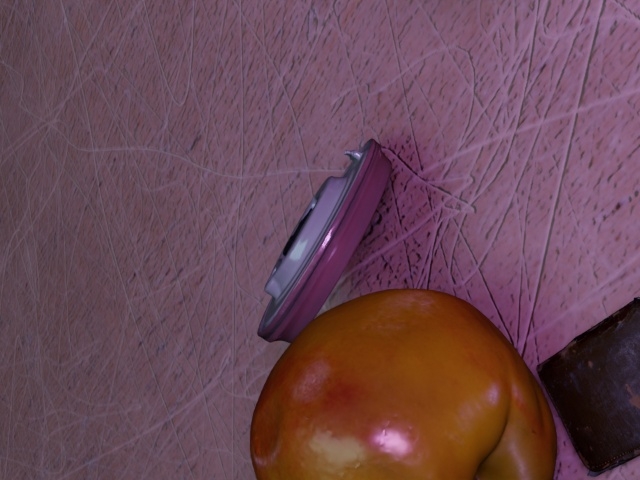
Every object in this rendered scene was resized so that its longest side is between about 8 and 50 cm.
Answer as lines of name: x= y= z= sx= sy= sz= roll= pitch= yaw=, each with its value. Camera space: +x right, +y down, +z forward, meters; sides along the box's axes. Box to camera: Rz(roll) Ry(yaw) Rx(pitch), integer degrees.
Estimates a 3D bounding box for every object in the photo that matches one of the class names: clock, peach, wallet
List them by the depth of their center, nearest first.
wallet: x=0.283 y=0.118 z=1.084 sx=0.232 sy=0.031 sz=0.122 roll=-45 pitch=66 yaw=53
peach: x=0.061 y=0.188 z=1.206 sx=0.308 sy=0.289 sz=0.289 roll=26 pitch=119 yaw=49
clock: x=-0.001 y=-0.001 z=1.321 sx=0.244 sy=0.056 sz=0.244 roll=-61 pitch=6 yaw=10
